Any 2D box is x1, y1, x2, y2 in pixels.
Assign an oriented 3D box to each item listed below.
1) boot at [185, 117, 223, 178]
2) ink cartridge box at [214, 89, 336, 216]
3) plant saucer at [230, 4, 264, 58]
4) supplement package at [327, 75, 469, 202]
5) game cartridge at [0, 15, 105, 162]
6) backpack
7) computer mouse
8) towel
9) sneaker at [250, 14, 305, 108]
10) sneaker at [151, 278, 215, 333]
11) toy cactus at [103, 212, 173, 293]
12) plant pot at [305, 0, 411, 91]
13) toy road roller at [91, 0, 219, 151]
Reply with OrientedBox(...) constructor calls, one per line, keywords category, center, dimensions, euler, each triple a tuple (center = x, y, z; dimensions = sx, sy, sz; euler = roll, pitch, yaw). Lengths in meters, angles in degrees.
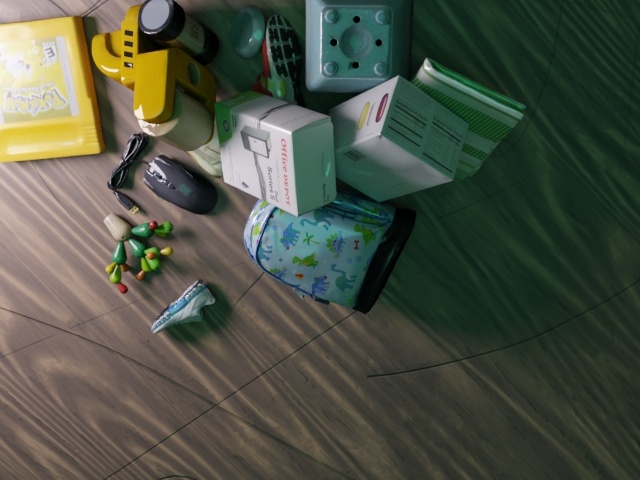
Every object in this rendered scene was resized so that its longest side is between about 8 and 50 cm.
OrientedBox(category="boot", center=(-0.266, -0.273, 1.914), dimensions=(0.213, 0.077, 0.165), euler=(43, 103, -10))
OrientedBox(category="ink cartridge box", center=(-0.100, -0.195, 1.775), dimensions=(0.115, 0.273, 0.198), euler=(-26, 126, -34))
OrientedBox(category="plant saucer", center=(-0.171, -0.473, 1.837), dimensions=(0.119, 0.021, 0.119), euler=(2, 92, 47))
OrientedBox(category="supplement package", center=(0.145, -0.210, 1.750), dimensions=(0.204, 0.262, 0.145), euler=(29, 67, -26))
OrientedBox(category="game cartridge", center=(-0.679, -0.354, 1.931), dimensions=(0.285, 0.052, 0.323), euler=(-5, 104, 6))
OrientedBox(category="backpack", center=(0.000, 0.000, 1.903), dimensions=(0.355, 0.273, 0.290), euler=(29, 113, 8))
OrientedBox(category="computer mouse", center=(-0.394, -0.120, 1.973), dimensions=(0.262, 0.060, 0.184), euler=(37, 104, -6))
OrientedBox(category="towel", center=(0.278, -0.255, 1.786), dimensions=(0.248, 0.325, 0.038), euler=(25, 66, -3))
OrientedBox(category="sneaker", center=(-0.113, -0.374, 1.864), dimensions=(0.118, 0.107, 0.279), euler=(0, 95, 40))
OrientedBox(category="sneaker", center=(-0.345, 0.187, 2.055), dimensions=(0.191, 0.071, 0.083), euler=(-38, 106, 13))
OrientedBox(category="toy cactus", center=(-0.468, 0.012, 2.004), dimensions=(0.180, 0.112, 0.219), euler=(46, 112, 1))
OrientedBox(category="plant pot", center=(0.081, -0.431, 1.754), dimensions=(0.247, 0.252, 0.247), euler=(1, 106, 3))
OrientedBox(category="toy road roller", center=(-0.374, -0.363, 1.807), dimensions=(0.241, 0.202, 0.329), euler=(-6, 78, 22))
